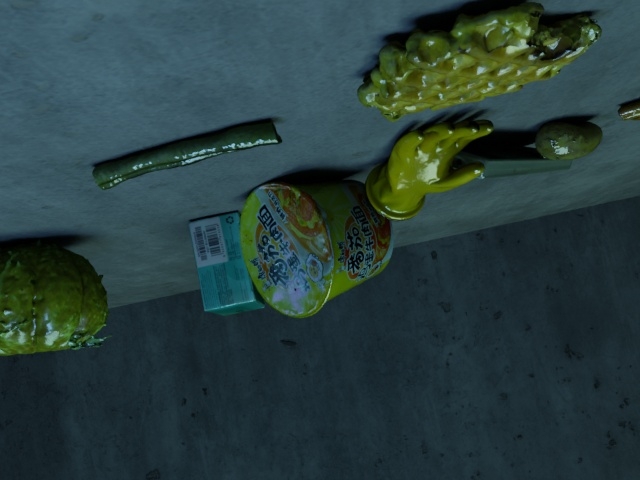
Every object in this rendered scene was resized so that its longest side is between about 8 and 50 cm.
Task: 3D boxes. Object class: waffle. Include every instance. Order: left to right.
[{"bbox_3d":[0.178,-0.201,0.804,0.291,0.051,0.291,-12,176,-1],"label":"waffle"}]

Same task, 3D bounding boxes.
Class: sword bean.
[{"bbox_3d":[-0.184,-0.115,0.952,0.269,0.038,0.043,-13,148,10],"label":"sword bean"}]

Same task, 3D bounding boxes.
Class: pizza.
[{"bbox_3d":[0.620,-0.237,1.302,0.184,0.036,0.176,-11,173,-3],"label":"pizza"}]

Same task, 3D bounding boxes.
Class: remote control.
[{"bbox_3d":[0.352,-0.156,1.339,0.285,0.038,0.123,-8,-156,-37],"label":"remote control"}]

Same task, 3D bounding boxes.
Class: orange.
[{"bbox_3d":[-0.572,0.116,1.408,0.300,0.223,0.301,5,169,-28],"label":"orange"}]

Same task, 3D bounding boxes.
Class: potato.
[{"bbox_3d":[0.457,-0.184,1.308,0.138,0.070,0.091,-6,-170,-27],"label":"potato"}]

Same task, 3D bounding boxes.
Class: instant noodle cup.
[{"bbox_3d":[0.000,0.000,1.359,0.200,0.264,0.264,-16,177,-42],"label":"instant noodle cup"}]

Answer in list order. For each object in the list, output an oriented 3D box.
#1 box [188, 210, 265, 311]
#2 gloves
[{"bbox_3d":[-0.210,0.063,1.637,0.118,0.205,0.311,-10,173,-2],"label":"box"},{"bbox_3d":[0.179,-0.132,1.200,0.133,0.116,0.294,-17,169,-21],"label":"gloves"}]
